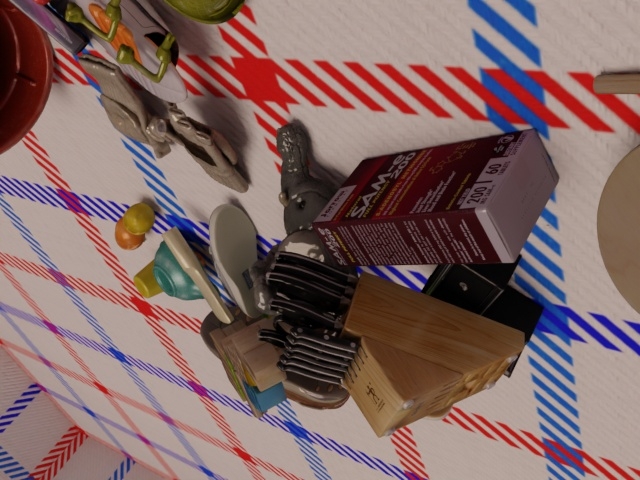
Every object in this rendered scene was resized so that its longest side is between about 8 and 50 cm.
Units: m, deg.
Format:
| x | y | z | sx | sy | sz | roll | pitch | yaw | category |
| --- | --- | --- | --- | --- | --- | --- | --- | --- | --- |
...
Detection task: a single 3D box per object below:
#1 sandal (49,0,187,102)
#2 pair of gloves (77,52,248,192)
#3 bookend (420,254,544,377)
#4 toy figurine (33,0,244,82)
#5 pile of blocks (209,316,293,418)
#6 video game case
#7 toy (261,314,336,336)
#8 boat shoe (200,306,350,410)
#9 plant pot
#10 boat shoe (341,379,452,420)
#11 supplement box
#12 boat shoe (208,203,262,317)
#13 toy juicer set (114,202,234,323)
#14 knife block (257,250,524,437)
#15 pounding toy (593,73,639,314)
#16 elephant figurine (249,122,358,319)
| x | y | z | sx | sy | sz | roll | pitch | yaw | category |
| --- | --- | --- | --- | --- | --- | --- | --- | --- | --- |
| -0.248 | -0.280 | 0.886 | 0.265 | 0.076 | 0.102 | 41 | 161 | 10 | sandal |
| -0.221 | -0.154 | 1.006 | 0.240 | 0.042 | 0.204 | 30 | 165 | 14 | pair of gloves |
| 0.212 | 0.075 | 0.890 | 0.157 | 0.072 | 0.156 | 33 | 148 | 7 | bookend |
| -0.244 | -0.301 | 0.661 | 0.362 | 0.191 | 0.217 | 42 | -169 | -19 | toy figurine |
| -0.077 | 0.190 | 1.122 | 0.149 | 0.112 | 0.362 | 65 | 164 | -1 | pile of blocks |
| -0.409 | -0.337 | 0.893 | 0.274 | 0.026 | 0.196 | 42 | -179 | -23 | video game case |
| -0.014 | 0.134 | 1.184 | 0.237 | 0.056 | 0.137 | -1 | 97 | 53 | toy |
| -0.088 | 0.233 | 1.351 | 0.324 | 0.123 | 0.116 | 26 | 149 | 22 | boat shoe |
| -0.599 | -0.287 | 1.077 | 0.265 | 0.272 | 0.272 | 30 | 148 | 28 | plant pot |
| 0.107 | 0.229 | 1.177 | 0.277 | 0.098 | 0.096 | 22 | 147 | 40 | boat shoe |
| 0.118 | -0.040 | 0.781 | 0.239 | 0.130 | 0.073 | -5 | 128 | 47 | supplement box |
| -0.148 | 0.031 | 1.183 | 0.081 | 0.079 | 0.228 | 25 | 142 | 40 | boat shoe |
| -0.263 | 0.022 | 1.292 | 0.329 | 0.089 | 0.209 | 8 | 126 | 51 | toy juicer set |
| 0.071 | 0.097 | 0.862 | 0.242 | 0.275 | 0.088 | 57 | 145 | 29 | knife block |
| 0.345 | -0.038 | 0.612 | 0.183 | 0.110 | 0.237 | 8 | 109 | 55 | pounding toy |
| 0.000 | 0.000 | 0.946 | 0.186 | 0.169 | 0.239 | 13 | 134 | -14 | elephant figurine |
